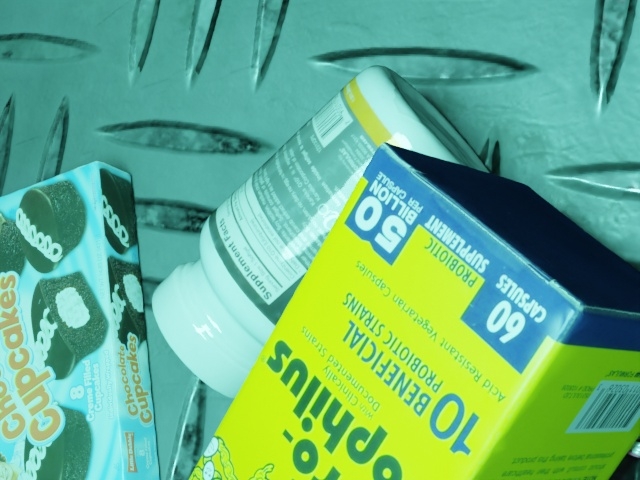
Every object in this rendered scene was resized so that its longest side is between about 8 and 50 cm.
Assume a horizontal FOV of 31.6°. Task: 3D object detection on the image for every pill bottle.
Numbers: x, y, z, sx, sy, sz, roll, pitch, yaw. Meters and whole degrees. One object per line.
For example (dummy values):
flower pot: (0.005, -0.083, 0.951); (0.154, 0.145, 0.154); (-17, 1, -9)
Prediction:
pill bottle: (0.000, 0.000, 0.947); (0.278, 0.162, 0.162); (-43, 62, 16)

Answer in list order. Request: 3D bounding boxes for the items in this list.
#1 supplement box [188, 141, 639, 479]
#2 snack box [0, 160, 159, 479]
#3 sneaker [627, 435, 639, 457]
supplement box: (0.071, 0.143, 0.809); (0.194, 0.195, 0.356); (43, 112, 37)
snack box: (-0.266, 0.101, 1.135); (0.187, 0.060, 0.322); (-17, 71, 26)
sneaker: (0.229, 0.112, 0.847); (0.170, 0.063, 0.075); (25, 98, 36)
